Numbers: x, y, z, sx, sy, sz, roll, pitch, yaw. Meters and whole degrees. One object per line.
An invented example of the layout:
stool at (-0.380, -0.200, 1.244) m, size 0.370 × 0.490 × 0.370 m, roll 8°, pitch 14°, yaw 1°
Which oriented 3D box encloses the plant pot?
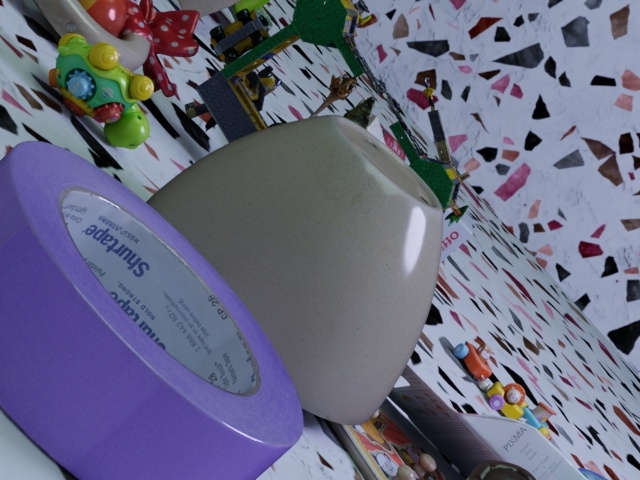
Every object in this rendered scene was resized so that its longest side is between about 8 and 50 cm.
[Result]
plant pot at (0.000, 0.000, 1.528) m, size 0.284 × 0.191 × 0.284 m, roll 39°, pitch 14°, yaw -12°

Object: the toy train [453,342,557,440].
toy train at (0.249, 0.194, 2.209) m, size 0.166 × 0.046 × 0.125 m, roll 41°, pitch 13°, yaw -26°

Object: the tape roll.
tape roll at (-0.137, 0.061, 1.153) m, size 0.275 × 0.090 × 0.275 m, roll 44°, pitch 13°, yaw -13°

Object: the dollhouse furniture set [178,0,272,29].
dollhouse furniture set at (-0.176, -0.386, 2.571) m, size 0.301 × 0.151 × 0.197 m, roll 106°, pitch -37°, yaw -84°

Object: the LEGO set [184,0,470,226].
LEGO set at (0.016, -0.119, 1.921) m, size 0.331 × 0.255 × 0.192 m, roll 51°, pitch 13°, yaw 5°

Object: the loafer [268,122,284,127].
loafer at (-0.038, -0.115, 2.122) m, size 0.078 × 0.076 × 0.223 m, roll 55°, pitch 14°, yaw -7°

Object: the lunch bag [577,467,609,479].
lunch bag at (0.340, 0.362, 1.868) m, size 0.219 × 0.090 × 0.176 m, roll 54°, pitch 14°, yaw 30°

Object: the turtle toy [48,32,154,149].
turtle toy at (-0.207, -0.141, 1.623) m, size 0.130 × 0.066 × 0.095 m, roll 42°, pitch -11°, yaw -33°

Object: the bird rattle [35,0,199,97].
bird rattle at (-0.244, -0.247, 1.830) m, size 0.253 × 0.143 × 0.207 m, roll 58°, pitch 20°, yaw -16°

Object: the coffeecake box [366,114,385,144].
coffeecake box at (0.060, -0.052, 2.105) m, size 0.142 × 0.068 × 0.185 m, roll -57°, pitch 131°, yaw -78°

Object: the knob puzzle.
knob puzzle at (0.077, 0.201, 1.606) m, size 0.213 × 0.030 × 0.213 m, roll 45°, pitch 11°, yaw -11°

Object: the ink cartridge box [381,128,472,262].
ink cartridge box at (0.097, -0.037, 2.226) m, size 0.175 × 0.127 × 0.072 m, roll 45°, pitch 13°, yaw -10°

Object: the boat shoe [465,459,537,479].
boat shoe at (0.144, 0.303, 1.350) m, size 0.095 × 0.095 × 0.257 m, roll 17°, pitch 42°, yaw -9°

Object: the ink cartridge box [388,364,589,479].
ink cartridge box at (0.151, 0.185, 1.702) m, size 0.224 × 0.056 × 0.181 m, roll 47°, pitch -14°, yaw -4°
